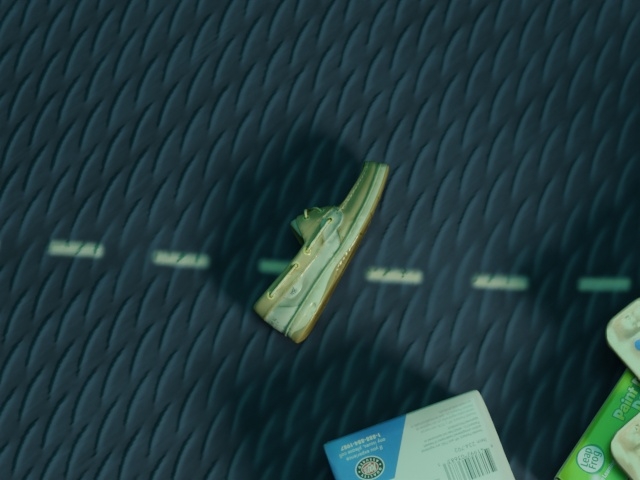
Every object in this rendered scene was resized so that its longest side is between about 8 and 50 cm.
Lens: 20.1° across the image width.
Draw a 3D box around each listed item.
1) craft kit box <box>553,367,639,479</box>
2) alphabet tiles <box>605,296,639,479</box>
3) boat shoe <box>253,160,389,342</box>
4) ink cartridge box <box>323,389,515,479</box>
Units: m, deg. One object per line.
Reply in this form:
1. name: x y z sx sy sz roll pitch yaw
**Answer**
1. craft kit box: 0.354 0.161 1.449 0.247 0.061 0.250 34 77 9
2. alphabet tiles: 0.372 0.124 1.421 0.284 0.021 0.278 -39 74 -9
3. boat shoe: 0.000 0.000 1.508 0.059 0.063 0.170 28 77 4
4. ink cartridge box: 0.103 0.250 1.418 0.134 0.078 0.231 -19 73 -3
